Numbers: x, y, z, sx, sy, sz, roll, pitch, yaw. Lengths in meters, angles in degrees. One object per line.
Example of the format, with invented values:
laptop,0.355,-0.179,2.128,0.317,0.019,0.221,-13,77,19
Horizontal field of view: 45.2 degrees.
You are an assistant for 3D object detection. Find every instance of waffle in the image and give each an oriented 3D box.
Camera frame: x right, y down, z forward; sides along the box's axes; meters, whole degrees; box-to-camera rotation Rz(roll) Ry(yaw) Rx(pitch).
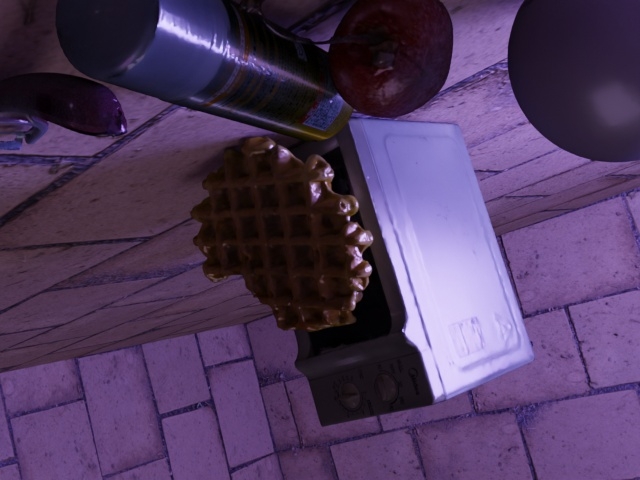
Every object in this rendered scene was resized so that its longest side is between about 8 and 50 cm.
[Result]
waffle,-0.049,0.007,0.921,0.056,0.253,0.249,-26,168,-49

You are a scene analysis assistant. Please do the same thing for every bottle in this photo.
bottle,-0.064,-0.130,0.568,0.082,0.082,0.286,-19,171,24

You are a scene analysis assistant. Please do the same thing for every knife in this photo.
knife,-0.220,-0.091,0.549,0.123,0.053,0.278,-14,-169,-38

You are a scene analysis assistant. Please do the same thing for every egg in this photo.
egg,0.251,-0.157,0.661,0.176,0.176,0.231,-23,164,40

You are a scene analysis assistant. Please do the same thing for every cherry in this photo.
cherry,0.035,-0.159,0.577,0.107,0.090,0.225,-44,149,15

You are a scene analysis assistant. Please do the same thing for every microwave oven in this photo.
microwave oven,0.090,0.040,1.044,0.218,0.355,0.286,-24,170,40
